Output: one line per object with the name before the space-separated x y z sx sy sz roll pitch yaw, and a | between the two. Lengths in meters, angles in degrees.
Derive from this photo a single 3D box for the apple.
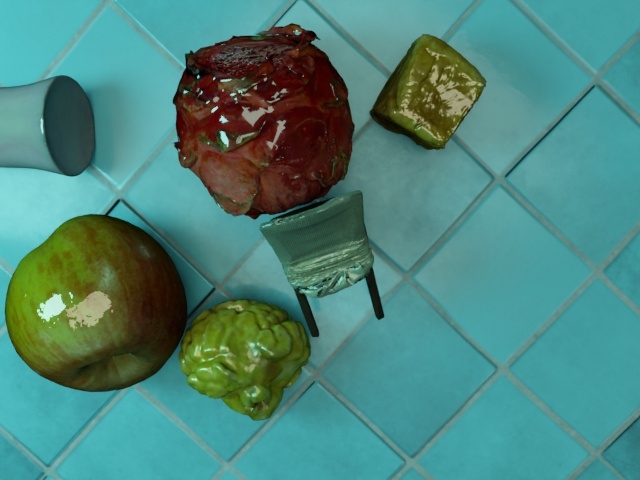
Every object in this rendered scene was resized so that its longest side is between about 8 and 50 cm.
apple | -0.374 0.096 1.073 0.301 0.301 0.302 0 95 1

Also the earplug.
earplug | -0.575 -0.197 1.111 0.300 0.172 0.173 0 95 8

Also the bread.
bread | 0.183 -0.247 1.093 0.143 0.149 0.158 30 89 -4

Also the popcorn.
popcorn | -0.136 0.211 1.136 0.200 0.225 0.203 39 139 29

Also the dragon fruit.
dragon fruit | -0.090 -0.189 1.030 0.295 0.296 0.302 -15 103 2

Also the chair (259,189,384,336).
chair | 0.000 0.000 1.019 0.160 0.186 0.319 -17 138 3
